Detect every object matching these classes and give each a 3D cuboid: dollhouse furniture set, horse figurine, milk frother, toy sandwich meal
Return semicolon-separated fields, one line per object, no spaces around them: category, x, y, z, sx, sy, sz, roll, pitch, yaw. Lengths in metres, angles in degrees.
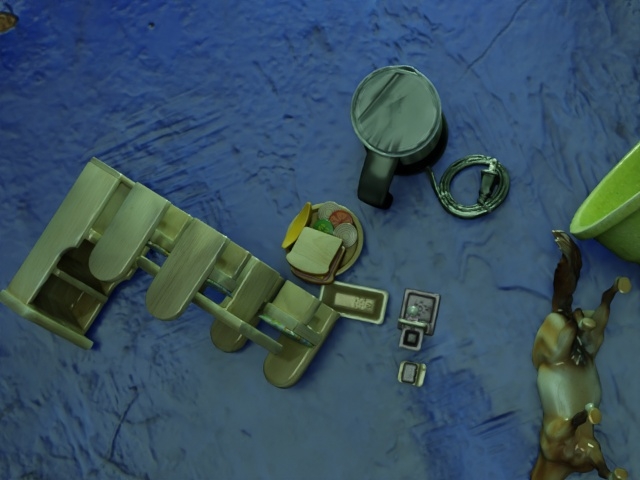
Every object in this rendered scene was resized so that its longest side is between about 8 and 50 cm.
dollhouse furniture set;0.048;0.081;1.765;0.114;0.081;0.091;12;86;8
dollhouse furniture set;-0.150;0.055;1.733;0.242;0.212;0.161;31;87;35
horse figurine;0.230;0.129;1.715;0.066;0.174;0.263;4;76;-12
milk frother;0.104;-0.087;1.749;0.143;0.135;0.129;1;85;7
toy sandwich meal;0.000;0.000;1.796;0.086;0.029;0.085;-5;69;12

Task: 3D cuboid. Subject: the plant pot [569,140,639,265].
plant pot;0.406;-0.010;1.662;0.276;0.276;0.254;-43;94;1
